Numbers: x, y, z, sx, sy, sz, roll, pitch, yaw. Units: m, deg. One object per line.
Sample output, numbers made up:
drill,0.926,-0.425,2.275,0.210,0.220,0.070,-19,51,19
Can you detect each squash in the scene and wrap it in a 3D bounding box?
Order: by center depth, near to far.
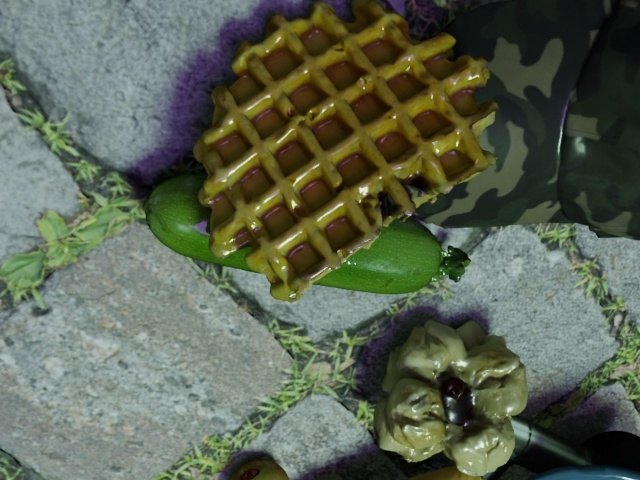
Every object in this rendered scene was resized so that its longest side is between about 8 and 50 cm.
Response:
squash,0.000,0.000,0.888,0.379,0.101,0.101,12,113,-27

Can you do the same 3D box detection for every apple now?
apple,-0.075,0.316,1.051,0.084,0.071,0.084,-9,121,-15

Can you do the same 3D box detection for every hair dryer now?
hair dryer,0.266,0.346,1.208,0.320,0.155,0.284,19,130,-15

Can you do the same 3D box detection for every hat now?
hat,0.297,-0.109,0.884,0.382,0.257,0.366,-22,124,-30

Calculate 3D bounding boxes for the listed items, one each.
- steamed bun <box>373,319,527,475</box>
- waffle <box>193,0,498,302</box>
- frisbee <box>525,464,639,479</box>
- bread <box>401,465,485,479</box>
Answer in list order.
steamed bun,0.169,0.182,1.016,0.178,0.106,0.192,21,72,-16
waffle,0.026,-0.089,0.781,0.283,0.065,0.309,12,83,0
frisbee,0.365,0.406,1.120,0.290,0.049,0.289,5,115,10
bread,0.075,0.375,1.085,0.305,0.091,0.142,-17,143,9
